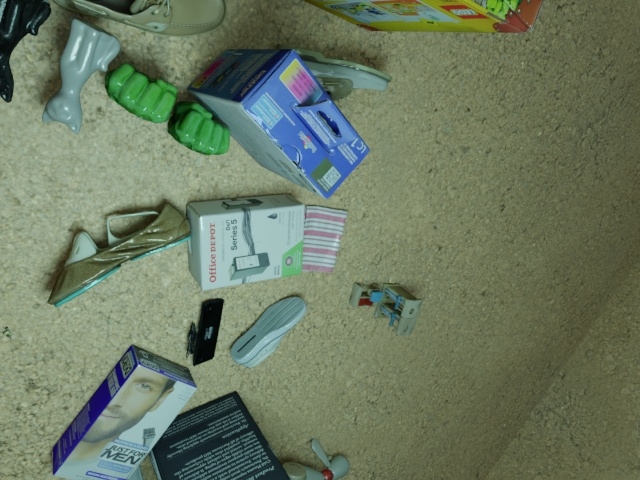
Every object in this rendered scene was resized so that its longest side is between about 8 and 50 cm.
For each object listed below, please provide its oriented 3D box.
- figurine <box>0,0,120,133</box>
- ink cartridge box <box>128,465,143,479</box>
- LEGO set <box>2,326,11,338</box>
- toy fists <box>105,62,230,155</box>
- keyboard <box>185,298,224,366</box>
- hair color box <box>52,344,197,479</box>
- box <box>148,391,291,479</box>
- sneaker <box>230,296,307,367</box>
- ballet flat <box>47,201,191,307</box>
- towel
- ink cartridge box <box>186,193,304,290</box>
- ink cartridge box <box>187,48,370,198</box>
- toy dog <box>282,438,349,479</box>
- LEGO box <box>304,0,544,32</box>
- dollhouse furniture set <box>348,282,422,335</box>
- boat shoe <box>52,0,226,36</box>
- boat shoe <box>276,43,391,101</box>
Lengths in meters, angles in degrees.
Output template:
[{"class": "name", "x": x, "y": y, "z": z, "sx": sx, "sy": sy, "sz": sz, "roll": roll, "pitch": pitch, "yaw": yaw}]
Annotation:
[{"class": "figurine", "x": -0.511, "y": -0.326, "z": 0.884, "sx": 0.215, "sy": 0.092, "sz": 0.209, "roll": 26, "pitch": 105, "yaw": -13}, {"class": "ink cartridge box", "x": -0.564, "y": 0.712, "z": 1.297, "sx": 0.176, "sy": 0.127, "sz": 0.128, "roll": -12, "pitch": 116, "yaw": -25}, {"class": "LEGO set", "x": -0.726, "y": 0.217, "z": 1.052, "sx": 0.083, "sy": 0.023, "sz": 0.054, "roll": -32, "pitch": 123, "yaw": -15}, {"class": "toy fists", "x": -0.314, "y": -0.269, "z": 1.014, "sx": 0.279, "sy": 0.142, "sz": 0.096, "roll": 32, "pitch": 92, "yaw": -37}, {"class": "keyboard", "x": -0.322, "y": 0.247, "z": 1.308, "sx": 0.100, "sy": 0.038, "sz": 0.191, "roll": -8, "pitch": 116, "yaw": -53}, {"class": "hair color box", "x": -0.502, "y": 0.459, "z": 1.239, "sx": 0.185, "sy": 0.110, "sz": 0.338, "roll": 38, "pitch": 87, "yaw": -35}, {"class": "box", "x": -0.237, "y": 0.775, "z": 1.307, "sx": 0.298, "sy": 0.472, "sz": 0.479, "roll": -18, "pitch": 119, "yaw": -23}, {"class": "sneaker", "x": -0.142, "y": 0.265, "z": 1.391, "sx": 0.258, "sy": 0.094, "sz": 0.091, "roll": -38, "pitch": 143, "yaw": -6}, {"class": "ballet flat", "x": -0.463, "y": 0.014, "z": 1.079, "sx": 0.343, "sy": 0.116, "sz": 0.124, "roll": -30, "pitch": 102, "yaw": -17}, {"class": "towel", "x": 0.000, "y": 0.000, "z": 1.386, "sx": 0.144, "sy": 0.029, "sz": 0.196, "roll": 5, "pitch": 108, "yaw": -33}, {"class": "ink cartridge box", "x": -0.188, "y": -0.001, "z": 1.220, "sx": 0.273, "sy": 0.115, "sz": 0.198, "roll": -9, "pitch": 115, "yaw": -28}, {"class": "ink cartridge box", "x": -0.081, "y": -0.248, "z": 1.003, "sx": 0.151, "sy": 0.395, "sz": 0.270, "roll": -48, "pitch": 126, "yaw": -4}, {"class": "toy dog", "x": -0.061, "y": 0.796, "z": 1.645, "sx": 0.334, "sy": 0.161, "sz": 0.220, "roll": 37, "pitch": 81, "yaw": -49}, {"class": "LEGO box", "x": 0.132, "y": -0.560, "z": 0.932, "sx": 0.373, "sy": 0.500, "sz": 0.193, "roll": 7, "pitch": 107, "yaw": -33}, {"class": "dollhouse furniture set", "x": 0.200, "y": 0.220, "z": 1.537, "sx": 0.184, "sy": 0.129, "sz": 0.128, "roll": 4, "pitch": 108, "yaw": -33}, {"class": "boat shoe", "x": -0.340, "y": -0.466, "z": 0.932, "sx": 0.341, "sy": 0.110, "sz": 0.121, "roll": -7, "pitch": 114, "yaw": -28}, {"class": "boat shoe", "x": 0.028, "y": -0.399, "z": 1.188, "sx": 0.303, "sy": 0.113, "sz": 0.103, "roll": 5, "pitch": 109, "yaw": -21}]
